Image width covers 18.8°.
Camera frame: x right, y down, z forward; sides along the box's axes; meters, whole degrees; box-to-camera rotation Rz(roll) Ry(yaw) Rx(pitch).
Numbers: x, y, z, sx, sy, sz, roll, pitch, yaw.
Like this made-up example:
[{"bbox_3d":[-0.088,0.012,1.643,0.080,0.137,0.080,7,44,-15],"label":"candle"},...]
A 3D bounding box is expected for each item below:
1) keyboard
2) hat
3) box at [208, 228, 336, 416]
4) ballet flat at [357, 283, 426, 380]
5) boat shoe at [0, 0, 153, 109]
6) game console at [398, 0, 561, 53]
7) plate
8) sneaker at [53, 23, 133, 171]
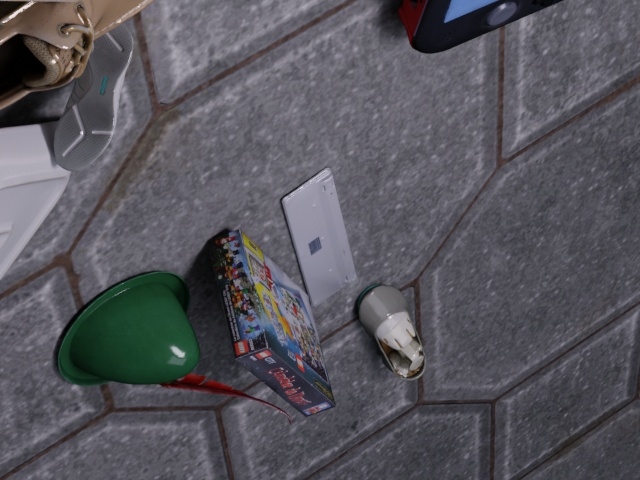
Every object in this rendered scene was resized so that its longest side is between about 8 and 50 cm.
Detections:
[{"bbox_3d":[0.000,0.000,2.408,0.072,0.014,0.256,-30,148,-10],"label":"keyboard"},{"bbox_3d":[-0.170,0.153,2.231,0.208,0.183,0.173,-29,147,-22],"label":"hat"},{"bbox_3d":[-0.057,0.103,2.322,0.044,0.159,0.233,-21,152,13],"label":"box"},{"bbox_3d":[0.107,0.129,2.638,0.072,0.068,0.213,-38,149,-7],"label":"ballet flat"},{"bbox_3d":[-0.258,-0.185,1.768,0.341,0.110,0.121,-32,148,-17],"label":"boat shoe"},{"bbox_3d":[0.263,-0.354,2.074,0.342,0.060,0.386,-20,160,-18],"label":"game console"},{"bbox_3d":[-0.346,0.005,1.874,0.278,0.045,0.277,-52,172,15],"label":"plate"},{"bbox_3d":[-0.218,-0.139,1.883,0.061,0.054,0.152,-146,-104,-82],"label":"sneaker"}]
